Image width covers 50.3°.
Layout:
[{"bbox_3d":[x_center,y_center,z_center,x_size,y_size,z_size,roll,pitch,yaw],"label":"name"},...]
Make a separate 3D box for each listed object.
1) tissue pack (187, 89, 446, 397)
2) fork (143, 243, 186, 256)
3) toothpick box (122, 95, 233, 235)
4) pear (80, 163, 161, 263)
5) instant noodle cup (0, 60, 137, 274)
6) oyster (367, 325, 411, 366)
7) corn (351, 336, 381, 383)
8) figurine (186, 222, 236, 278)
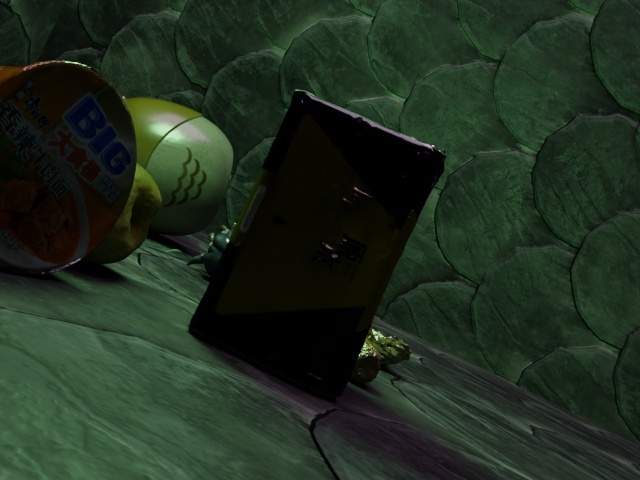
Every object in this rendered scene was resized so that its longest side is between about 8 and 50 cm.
[{"bbox_3d":[0.000,0.000,1.108,0.264,0.417,0.253,25,0,3],"label":"tissue pack"},{"bbox_3d":[-0.427,0.020,1.827,0.235,0.021,0.039,26,-3,-44],"label":"fork"},{"bbox_3d":[-0.516,-0.232,2.089,0.425,0.409,0.409,19,2,-23],"label":"toothpick box"},{"bbox_3d":[-0.400,-0.064,1.172,0.211,0.188,0.228,17,27,10],"label":"pear"},{"bbox_3d":[-0.435,-0.117,0.949,0.213,0.297,0.296,16,-4,27],"label":"instant noodle cup"},{"bbox_3d":[0.086,0.232,1.630,0.222,0.083,0.214,18,0,-18],"label":"oyster"},{"bbox_3d":[0.030,0.196,1.371,0.097,0.097,0.320,25,2,-25],"label":"corn"},{"bbox_3d":[-0.223,0.037,1.788,0.197,0.175,0.265,30,7,-2],"label":"figurine"}]
